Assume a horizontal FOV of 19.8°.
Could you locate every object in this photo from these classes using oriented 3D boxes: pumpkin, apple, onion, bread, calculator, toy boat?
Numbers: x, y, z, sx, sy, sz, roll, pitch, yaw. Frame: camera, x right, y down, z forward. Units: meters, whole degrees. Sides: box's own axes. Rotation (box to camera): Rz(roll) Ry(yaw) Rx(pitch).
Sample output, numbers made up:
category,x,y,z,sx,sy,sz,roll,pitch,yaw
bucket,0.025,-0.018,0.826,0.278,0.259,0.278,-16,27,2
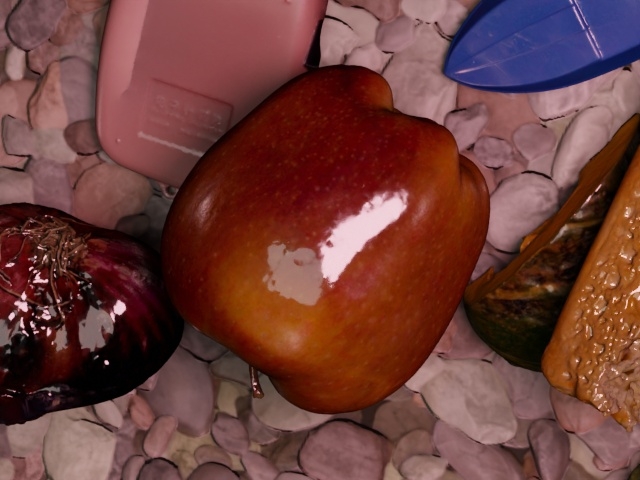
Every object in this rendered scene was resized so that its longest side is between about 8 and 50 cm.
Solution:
category,x,y,z,sx,sy,sz,roll,pitch,yaw
pumpkin,0.269,0.038,1.759,0.163,0.111,0.278,39,108,-6
apple,0.000,0.000,1.716,0.288,0.288,0.317,36,96,0
onion,-0.269,0.072,1.827,0.280,0.221,0.281,0,133,0
bread,0.344,-0.004,1.624,0.185,0.109,0.380,29,97,44
calculator,-0.110,-0.188,1.805,0.220,0.048,0.330,17,111,5
toy boat,0.241,-0.215,1.711,0.295,0.088,0.129,-23,100,28

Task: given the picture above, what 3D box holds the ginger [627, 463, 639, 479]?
category,x,y,z,sx,sy,sz,roll,pitch,yaw
ginger,0.365,0.267,1.813,0.137,0.089,0.290,38,106,-20
